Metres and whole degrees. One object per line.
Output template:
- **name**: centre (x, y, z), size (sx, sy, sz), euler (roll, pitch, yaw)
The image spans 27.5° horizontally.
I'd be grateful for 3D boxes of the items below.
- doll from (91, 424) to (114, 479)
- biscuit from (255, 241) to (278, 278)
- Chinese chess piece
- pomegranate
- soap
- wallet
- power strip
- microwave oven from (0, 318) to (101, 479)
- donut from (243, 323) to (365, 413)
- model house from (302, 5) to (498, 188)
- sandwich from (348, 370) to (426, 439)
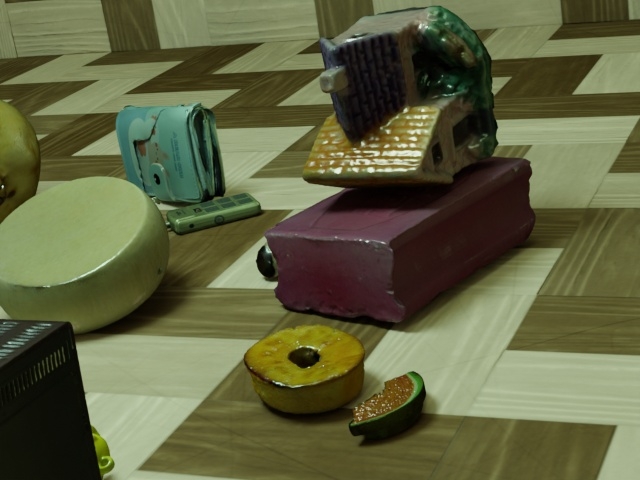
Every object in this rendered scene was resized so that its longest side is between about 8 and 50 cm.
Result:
- **doll**: centre (-0.309, 0.232, 1.443), size (0.207, 0.081, 0.129), euler (6, 44, 31)
- **biscuit**: centre (0.000, 0.000, 1.975), size (0.219, 0.061, 0.055), euler (-18, -23, -30)
- **Chinese chess piece**: centre (-0.351, 0.020, 1.900), size (0.273, 0.102, 0.273), euler (-11, 39, 9)
- **pomegranate**: centre (-0.642, -0.134, 2.323), size (0.307, 0.307, 0.307), euler (-8, 20, 3)
- **soap**: centre (0.124, -0.011, 1.857), size (0.233, 0.128, 0.359), euler (5, 24, 40)
- **wallet**: centre (-0.267, -0.157, 2.334), size (0.075, 0.176, 0.250), euler (-18, 15, -36)
- **power strip**: centre (-0.189, -0.046, 2.226), size (0.169, 0.028, 0.076), euler (-15, 22, -17)
- **microwave oven**: centre (-0.343, 0.212, 1.278), size (0.188, 0.247, 0.178), euler (1, 19, 21)
- **donut**: centre (-0.016, 0.156, 1.556), size (0.152, 0.058, 0.152), euler (-8, 21, 3)
- **model house**: centre (0.105, -0.181, 1.817), size (0.202, 0.237, 0.237), euler (6, 28, 30)
- **sandwich**: centre (0.081, 0.188, 1.470), size (0.067, 0.029, 0.135), euler (-1, 22, 36)
